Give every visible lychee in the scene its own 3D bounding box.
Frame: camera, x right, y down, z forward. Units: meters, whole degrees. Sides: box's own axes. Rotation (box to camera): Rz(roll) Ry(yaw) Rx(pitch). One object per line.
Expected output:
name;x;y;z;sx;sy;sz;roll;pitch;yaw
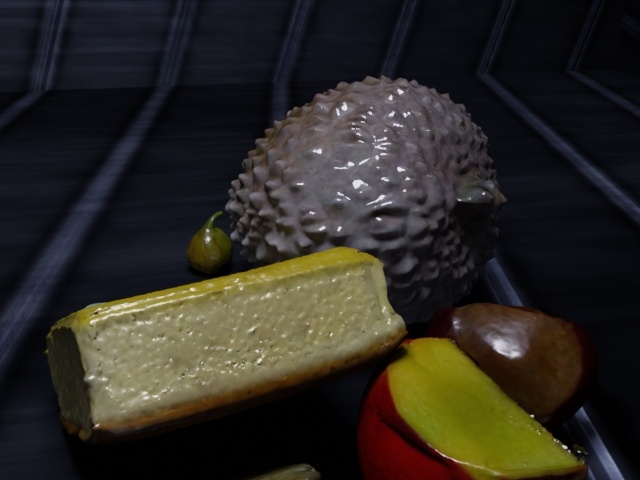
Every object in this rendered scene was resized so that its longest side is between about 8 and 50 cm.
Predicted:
lychee;0.065;-0.054;1.155;0.432;0.380;0.380;1;18;37

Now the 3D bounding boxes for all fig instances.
fig;-0.187;0.007;1.336;0.084;0.098;0.082;-28;37;-30

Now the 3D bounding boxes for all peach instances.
peach;0.112;0.208;0.807;0.154;0.159;0.267;-1;29;-32

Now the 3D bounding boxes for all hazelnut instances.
hazelnut;0.217;0.148;0.946;0.201;0.170;0.160;29;32;28

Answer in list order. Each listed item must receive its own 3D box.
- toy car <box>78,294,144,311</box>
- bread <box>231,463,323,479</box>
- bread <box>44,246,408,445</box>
toy car;-0.244;0.118;1.099;0.224;0.076;0.090;6;25;7
bread;-0.111;0.259;0.698;0.286;0.056;0.207;-13;-6;-26
bread;-0.122;0.116;0.886;0.333;0.143;0.323;-13;-4;-24
